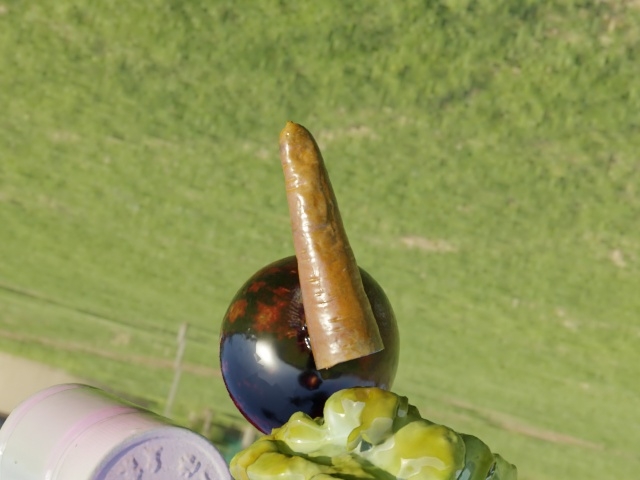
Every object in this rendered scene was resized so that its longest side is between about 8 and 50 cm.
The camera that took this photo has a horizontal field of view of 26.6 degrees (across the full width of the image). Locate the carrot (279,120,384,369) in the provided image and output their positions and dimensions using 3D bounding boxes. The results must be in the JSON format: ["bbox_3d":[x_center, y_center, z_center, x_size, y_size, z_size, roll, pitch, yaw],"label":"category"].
[{"bbox_3d":[0.000,0.000,1.130,0.061,0.209,0.061,-14,177,-1],"label":"carrot"}]

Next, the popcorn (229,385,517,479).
[{"bbox_3d":[0.030,0.198,0.814,0.204,0.183,0.221,-23,146,38],"label":"popcorn"}]

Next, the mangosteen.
[{"bbox_3d":[-0.017,0.105,1.267,0.200,0.199,0.200,16,173,2],"label":"mangosteen"}]

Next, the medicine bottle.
[{"bbox_3d":[-0.267,0.303,1.695,0.212,0.212,0.325,20,172,-30],"label":"medicine bottle"}]
